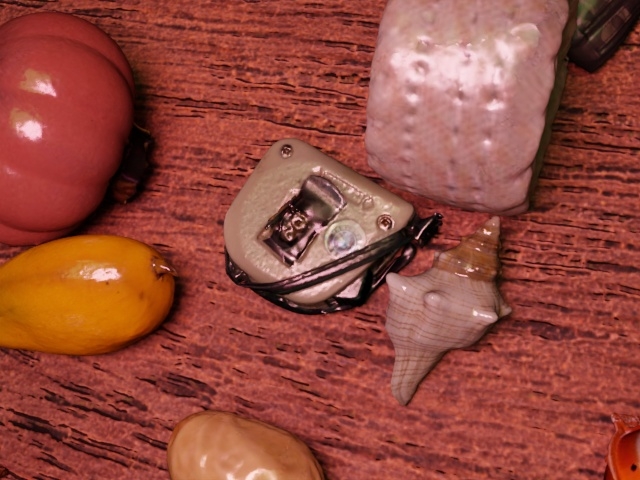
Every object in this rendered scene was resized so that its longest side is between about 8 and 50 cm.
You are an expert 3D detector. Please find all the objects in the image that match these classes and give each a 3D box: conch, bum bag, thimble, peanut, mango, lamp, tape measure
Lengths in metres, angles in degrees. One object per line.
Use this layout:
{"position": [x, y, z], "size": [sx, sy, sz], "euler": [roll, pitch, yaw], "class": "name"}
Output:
{"position": [0.146, 0.074, 0.861], "size": [0.137, 0.114, 0.234], "euler": [45, 78, -12], "class": "conch"}
{"position": [0.404, -0.373, 0.943], "size": [0.144, 0.095, 0.340], "euler": [44, 89, 2], "class": "bum bag"}
{"position": [0.179, -0.187, 0.851], "size": [0.195, 0.291, 0.291], "euler": [14, 80, 16], "class": "thimble"}
{"position": [-0.046, 0.307, 0.839], "size": [0.319, 0.147, 0.147], "euler": [38, 86, 19], "class": "peanut"}
{"position": [-0.314, 0.075, 0.929], "size": [0.317, 0.176, 0.119], "euler": [-11, 50, 17], "class": "mango"}
{"position": [-0.343, -0.136, 0.946], "size": [0.305, 0.240, 0.305], "euler": [-32, 48, 44], "class": "lamp"}
{"position": [0.000, 0.000, 0.917], "size": [0.235, 0.115, 0.207], "euler": [32, 82, 15], "class": "tape measure"}

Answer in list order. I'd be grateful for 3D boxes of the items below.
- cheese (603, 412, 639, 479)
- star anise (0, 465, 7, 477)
{"position": [0.387, 0.311, 0.717], "size": [0.129, 0.217, 0.329], "euler": [-53, 36, 30], "class": "cheese"}
{"position": [-0.502, 0.319, 0.950], "size": [0.191, 0.070, 0.097], "euler": [-40, 84, -13], "class": "star anise"}
